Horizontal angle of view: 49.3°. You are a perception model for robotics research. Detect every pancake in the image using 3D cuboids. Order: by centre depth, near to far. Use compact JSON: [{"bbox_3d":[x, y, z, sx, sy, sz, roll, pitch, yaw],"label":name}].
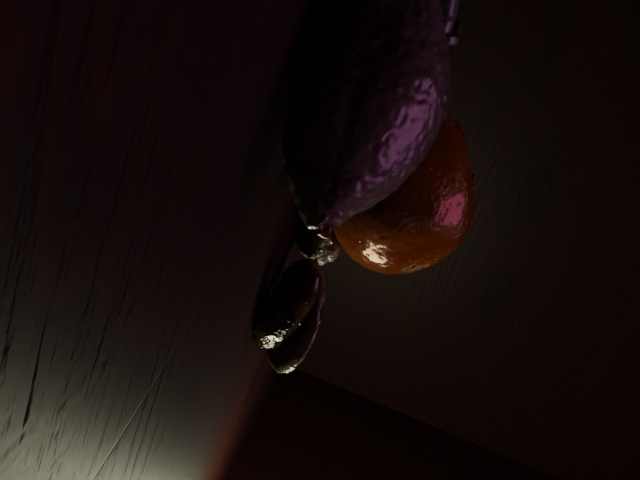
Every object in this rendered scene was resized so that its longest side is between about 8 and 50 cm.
[{"bbox_3d":[-0.061,0.175,1.612,0.282,0.049,0.282,-42,-140,50],"label":"pancake"}]

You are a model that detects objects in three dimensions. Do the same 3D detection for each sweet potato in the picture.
[{"bbox_3d":[-0.090,0.161,1.458,0.114,0.092,0.341,-52,180,-34],"label":"sweet potato"}]

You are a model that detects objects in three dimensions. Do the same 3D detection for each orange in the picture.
[{"bbox_3d":[0.186,-0.128,1.585,0.424,0.326,0.424,-1,90,-82],"label":"orange"}]

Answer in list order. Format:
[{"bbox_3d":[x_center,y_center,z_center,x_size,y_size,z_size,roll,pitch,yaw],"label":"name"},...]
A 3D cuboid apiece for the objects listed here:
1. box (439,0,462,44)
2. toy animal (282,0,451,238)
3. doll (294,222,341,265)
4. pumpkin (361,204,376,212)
[{"bbox_3d":[0.201,-0.489,1.325,0.312,0.175,0.182,-60,164,-66],"label":"box"},{"bbox_3d":[0.058,-0.166,0.857,0.226,0.188,0.358,79,34,-77],"label":"toy animal"},{"bbox_3d":[-0.007,0.000,1.668,0.221,0.105,0.115,28,51,-81],"label":"doll"},{"bbox_3d":[0.056,-0.156,1.095,0.233,0.163,0.233,-57,165,-25],"label":"pumpkin"}]
